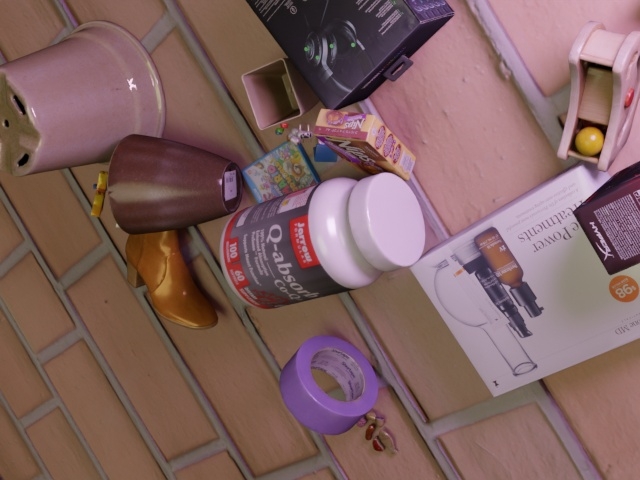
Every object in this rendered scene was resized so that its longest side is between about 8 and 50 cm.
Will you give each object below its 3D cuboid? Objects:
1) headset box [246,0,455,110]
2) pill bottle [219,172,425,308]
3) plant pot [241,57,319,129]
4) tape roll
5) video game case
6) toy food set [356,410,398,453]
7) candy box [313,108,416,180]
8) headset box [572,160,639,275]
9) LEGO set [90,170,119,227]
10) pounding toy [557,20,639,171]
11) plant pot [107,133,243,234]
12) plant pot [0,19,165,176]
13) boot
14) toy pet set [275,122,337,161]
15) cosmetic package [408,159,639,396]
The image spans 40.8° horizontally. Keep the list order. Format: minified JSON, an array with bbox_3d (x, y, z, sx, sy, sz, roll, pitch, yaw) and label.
[{"bbox_3d":[0.050,-0.393,1.460,0.283,0.131,0.246,53,130,5],"label":"headset box"},{"bbox_3d":[0.000,0.000,1.614,0.363,0.210,0.210,-17,99,39],"label":"pill bottle"},{"bbox_3d":[-0.064,-0.281,1.613,0.109,0.096,0.109,-14,99,39],"label":"plant pot"},{"bbox_3d":[0.017,0.291,1.740,0.189,0.189,0.080,46,128,11],"label":"tape roll"},{"bbox_3d":[-0.079,-0.124,1.746,0.166,0.015,0.119,-27,92,40],"label":"video game case"},{"bbox_3d":[0.114,0.401,1.829,0.078,0.019,0.122,-15,108,39],"label":"toy food set"},{"bbox_3d":[0.081,-0.166,1.506,0.109,0.187,0.053,12,80,32],"label":"candy box"},{"bbox_3d":[0.530,-0.085,1.185,0.293,0.218,0.110,-31,90,41],"label":"headset box"},{"bbox_3d":[-0.462,-0.109,1.909,0.087,0.227,0.093,11,106,-14],"label":"LEGO set"},{"bbox_3d":[0.443,-0.225,1.230,0.155,0.154,0.269,22,121,28],"label":"pounding toy"},{"bbox_3d":[-0.288,-0.115,1.798,0.230,0.215,0.215,2,111,19],"label":"plant pot"},{"bbox_3d":[-0.558,-0.283,1.838,0.334,0.305,0.334,14,117,31],"label":"plant pot"},{"bbox_3d":[-0.340,0.056,1.956,0.295,0.104,0.211,30,125,28],"label":"boot"},{"bbox_3d":[-0.026,-0.181,1.628,0.114,0.122,0.065,1,91,-6],"label":"toy pet set"},{"bbox_3d":[0.373,0.070,1.449,0.377,0.097,0.284,-35,90,40],"label":"cosmetic package"}]
